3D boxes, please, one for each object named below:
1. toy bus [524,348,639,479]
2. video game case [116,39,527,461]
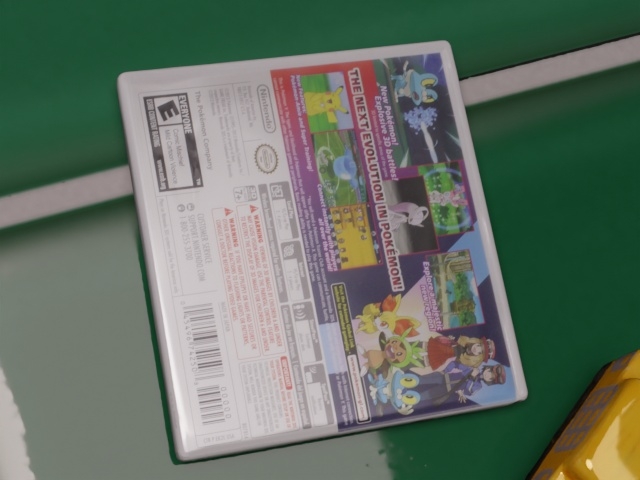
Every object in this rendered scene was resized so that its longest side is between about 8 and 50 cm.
[{"bbox_3d":[0.261,0.190,0.604,0.333,0.130,0.108,40,72,-1],"label":"toy bus"},{"bbox_3d":[0.000,0.000,0.651,0.184,0.023,0.201,-8,77,-14],"label":"video game case"}]
